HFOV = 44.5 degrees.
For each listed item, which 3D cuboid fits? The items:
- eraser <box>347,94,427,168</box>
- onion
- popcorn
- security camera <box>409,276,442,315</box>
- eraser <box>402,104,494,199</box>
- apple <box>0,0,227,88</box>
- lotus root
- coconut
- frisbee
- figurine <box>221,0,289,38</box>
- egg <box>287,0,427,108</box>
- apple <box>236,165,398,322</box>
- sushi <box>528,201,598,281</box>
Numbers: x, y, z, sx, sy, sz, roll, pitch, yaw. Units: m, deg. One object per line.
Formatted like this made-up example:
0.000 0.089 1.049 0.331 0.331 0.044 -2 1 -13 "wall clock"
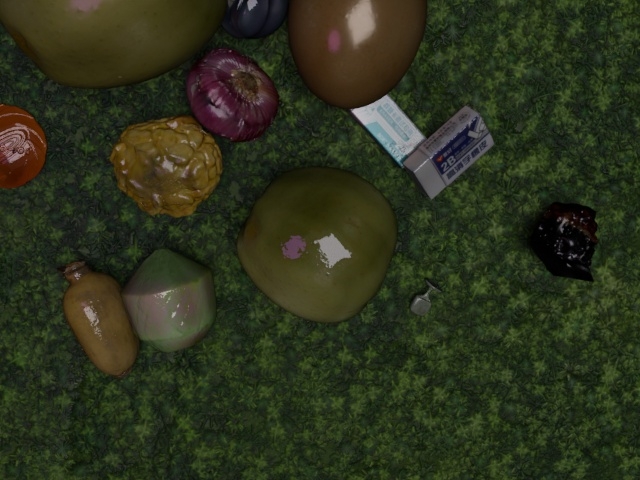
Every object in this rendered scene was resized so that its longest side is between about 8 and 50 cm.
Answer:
0.154 -0.284 1.880 0.095 0.052 0.225 -44 103 2 "eraser"
-0.212 -0.313 1.764 0.230 0.230 0.163 46 128 -13 "onion"
-0.338 -0.163 1.748 0.250 0.190 0.250 6 114 14 "popcorn"
0.261 0.145 1.975 0.058 0.058 0.092 33 105 -12 "security camera"
0.309 -0.211 1.887 0.210 0.068 0.124 -42 137 -1 "eraser"
-0.423 -0.533 1.561 0.473 0.473 0.473 -1 100 -8 "apple"
-0.504 0.184 1.811 0.131 0.146 0.303 -12 107 30 "lotus root"
-0.343 0.132 1.794 0.236 0.204 0.236 -3 99 -20 "coconut"
-0.719 -0.212 1.768 0.192 0.035 0.192 -1 99 -8 "frisbee"
-0.159 -0.581 1.727 0.197 0.175 0.265 4 107 -14 "figurine"
0.076 -0.476 1.708 0.301 0.301 0.374 18 92 -11 "egg"
0.000 0.000 1.763 0.357 0.357 0.357 -1 100 -8 "apple"
0.615 -0.013 1.945 0.172 0.153 0.150 37 79 -22 "sushi"
